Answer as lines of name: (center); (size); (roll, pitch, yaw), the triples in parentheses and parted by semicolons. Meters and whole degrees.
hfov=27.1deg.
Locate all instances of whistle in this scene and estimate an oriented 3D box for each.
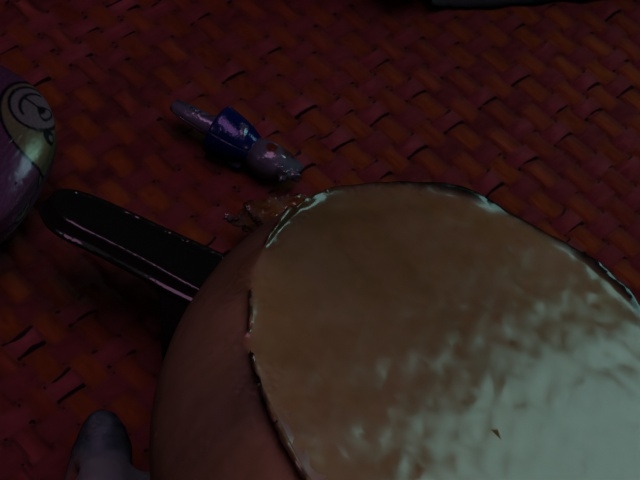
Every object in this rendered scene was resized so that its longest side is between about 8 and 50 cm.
whistle: (-0.046, -0.056, 0.740); (0.083, 0.029, 0.033); (31, 18, 7)

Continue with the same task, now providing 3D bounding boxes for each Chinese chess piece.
Chinese chess piece: (0.055, 0.093, 0.553); (0.257, 0.104, 0.257); (22, 39, -19)

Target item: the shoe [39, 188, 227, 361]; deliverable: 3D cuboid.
shoe: (-0.073, 0.030, 0.656); (0.159, 0.053, 0.062); (30, 16, -11)

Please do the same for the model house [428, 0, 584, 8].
model house: (0.133, -0.347, 0.860); (0.294, 0.252, 0.329); (-8, 50, -14)

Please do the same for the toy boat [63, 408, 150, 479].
toy boat: (-0.042, 0.151, 0.560); (0.134, 0.079, 0.208); (-3, 53, -15)

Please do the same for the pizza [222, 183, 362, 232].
pizza: (0.015, 0.002, 0.711); (0.100, 0.029, 0.099); (43, 51, 18)

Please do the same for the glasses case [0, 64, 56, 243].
glasses case: (-0.291, -0.078, 0.682); (0.316, 0.076, 0.123); (19, 53, 4)
